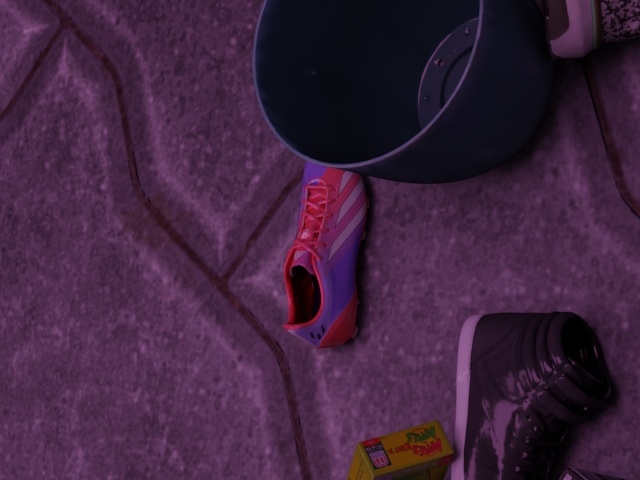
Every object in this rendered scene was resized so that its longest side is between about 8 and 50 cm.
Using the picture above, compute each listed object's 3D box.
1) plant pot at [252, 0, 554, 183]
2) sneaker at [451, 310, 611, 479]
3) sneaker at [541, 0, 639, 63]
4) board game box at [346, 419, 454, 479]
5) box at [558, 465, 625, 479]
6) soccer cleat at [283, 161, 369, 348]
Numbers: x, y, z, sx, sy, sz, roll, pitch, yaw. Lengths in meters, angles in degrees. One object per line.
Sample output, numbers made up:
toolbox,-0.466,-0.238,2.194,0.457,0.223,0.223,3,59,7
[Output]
plant pot,0.112,-0.192,2.046,0.293,0.235,0.293,-11,72,35
sneaker,0.219,0.201,1.937,0.147,0.104,0.295,-18,63,39
sneaker,0.314,-0.382,1.938,0.182,0.158,0.410,-1,114,3
board game box,0.073,0.262,1.985,0.181,0.092,0.043,104,146,-52
box,0.230,0.323,1.891,0.036,0.114,0.207,39,103,38
soccer cleat,0.000,0.000,2.173,0.083,0.095,0.248,-9,73,36
